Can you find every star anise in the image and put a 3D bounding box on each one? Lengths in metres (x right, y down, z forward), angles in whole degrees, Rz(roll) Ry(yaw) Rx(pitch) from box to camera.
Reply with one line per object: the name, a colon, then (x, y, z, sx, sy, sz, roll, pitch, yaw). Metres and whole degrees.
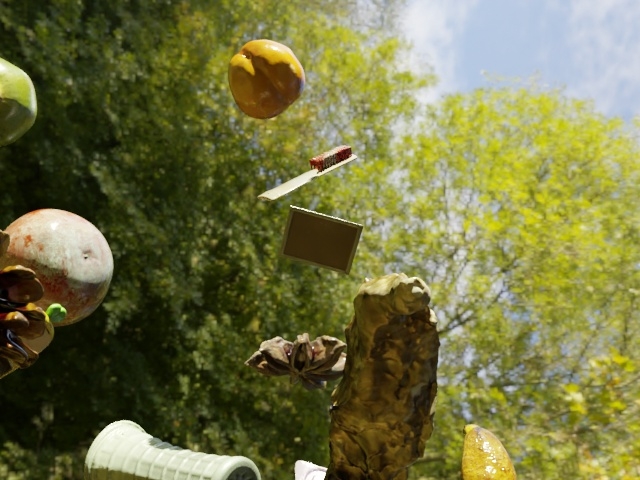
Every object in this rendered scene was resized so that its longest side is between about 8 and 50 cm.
star anise: (-0.027, 0.237, 1.484, 0.197, 0.212, 0.073, -29, -135, 33)

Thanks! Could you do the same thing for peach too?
peach: (-0.101, -0.291, 1.332, 0.138, 0.138, 0.138, 180, -90, -69)

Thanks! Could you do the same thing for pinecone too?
pinecone: (-0.469, 0.095, 1.000, 0.201, 0.202, 0.228, 20, -75, 42)

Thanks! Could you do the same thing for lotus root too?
lotus root: (0.316, 0.430, 1.434, 0.094, 0.108, 0.190, 115, -22, -45)

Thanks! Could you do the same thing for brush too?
brush: (-0.031, -0.178, 1.916, 0.060, 0.321, 0.050, 12, -57, 44)

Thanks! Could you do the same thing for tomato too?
tomato: (-0.713, 0.074, 1.980, 0.283, 0.317, 0.316, -13, -106, 30)

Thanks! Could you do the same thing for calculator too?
calculator: (-0.633, 0.214, 1.549, 0.032, 0.235, 0.146, 41, -26, 22)

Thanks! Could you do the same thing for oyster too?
oyster: (0.057, 0.150, 0.877, 0.204, 0.111, 0.396, -105, -160, -54)

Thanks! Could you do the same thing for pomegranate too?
pomegranate: (-0.644, -0.263, 1.450, 0.210, 0.179, 0.179, 49, -45, 52)

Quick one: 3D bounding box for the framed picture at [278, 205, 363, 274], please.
framed picture: (0.000, 0.000, 1.812, 0.011, 0.183, 0.142, -74, 179, -64)

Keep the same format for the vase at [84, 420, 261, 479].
vase: (-0.240, 0.389, 1.220, 0.299, 0.143, 0.143, -1, -91, 37)

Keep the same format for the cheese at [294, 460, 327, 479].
cheese: (-0.017, 0.393, 1.030, 0.191, 0.105, 0.042, -61, 160, -49)
